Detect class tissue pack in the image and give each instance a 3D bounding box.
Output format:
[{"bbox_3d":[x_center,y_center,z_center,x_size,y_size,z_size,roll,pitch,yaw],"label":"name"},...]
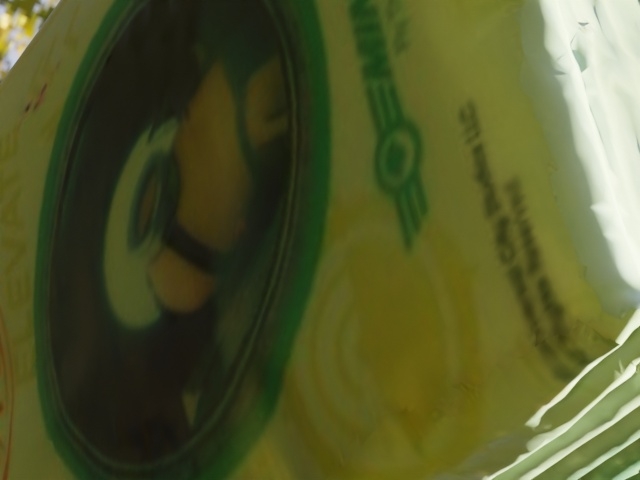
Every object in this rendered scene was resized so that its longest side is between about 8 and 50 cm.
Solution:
[{"bbox_3d":[0.000,0.000,0.633,0.162,0.287,0.388,10,-35,-31],"label":"tissue pack"}]
